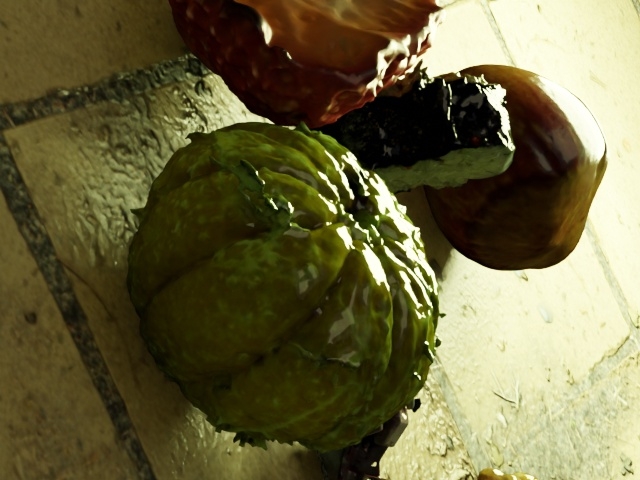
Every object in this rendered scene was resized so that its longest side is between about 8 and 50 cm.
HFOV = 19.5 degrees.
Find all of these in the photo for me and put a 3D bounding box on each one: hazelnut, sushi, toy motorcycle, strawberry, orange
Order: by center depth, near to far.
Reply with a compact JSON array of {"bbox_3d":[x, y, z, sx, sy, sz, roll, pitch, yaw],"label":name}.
[{"bbox_3d":[-0.036,0.036,1.598,0.300,0.223,0.301,52,27,-11],"label":"orange"},{"bbox_3d":[0.051,0.188,1.722,0.082,0.122,0.213,20,54,-66],"label":"toy motorcycle"},{"bbox_3d":[-0.028,-0.187,1.746,0.265,0.149,0.336,17,27,-11],"label":"strawberry"},{"bbox_3d":[0.084,-0.111,1.869,0.147,0.212,0.115,49,31,-76],"label":"sushi"},{"bbox_3d":[0.195,-0.076,2.026,0.218,0.234,0.218,5,43,-5],"label":"hazelnut"}]

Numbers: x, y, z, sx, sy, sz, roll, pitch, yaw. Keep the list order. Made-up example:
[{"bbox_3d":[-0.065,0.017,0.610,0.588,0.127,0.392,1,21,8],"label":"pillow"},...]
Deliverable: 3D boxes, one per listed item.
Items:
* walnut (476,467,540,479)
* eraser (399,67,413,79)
[{"bbox_3d":[0.211,0.316,1.922,0.143,0.069,0.170,15,60,-53],"label":"walnut"},{"bbox_3d":[0.072,-0.149,2.057,0.150,0.023,0.104,-14,83,-58],"label":"eraser"}]
